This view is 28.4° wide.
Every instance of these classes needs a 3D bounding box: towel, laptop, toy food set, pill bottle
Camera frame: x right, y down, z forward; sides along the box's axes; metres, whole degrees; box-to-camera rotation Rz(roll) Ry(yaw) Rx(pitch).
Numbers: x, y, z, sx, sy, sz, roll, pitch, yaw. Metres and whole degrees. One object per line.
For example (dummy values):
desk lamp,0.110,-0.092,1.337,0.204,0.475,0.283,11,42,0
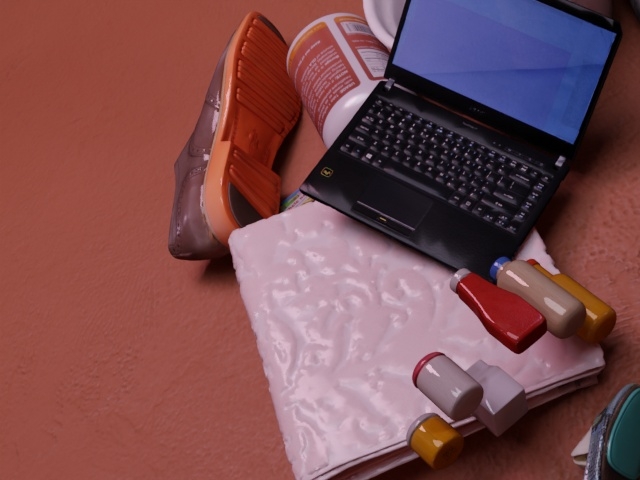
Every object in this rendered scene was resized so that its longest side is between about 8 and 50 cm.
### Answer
towel,0.085,0.067,1.296,0.317,0.053,0.332,-21,49,1
laptop,0.139,-0.130,1.283,0.234,0.136,0.264,27,65,21
toy food set,0.151,0.092,1.150,0.232,0.111,0.104,-38,51,-15
pill bottle,0.047,-0.159,1.471,0.121,0.121,0.216,-32,47,7

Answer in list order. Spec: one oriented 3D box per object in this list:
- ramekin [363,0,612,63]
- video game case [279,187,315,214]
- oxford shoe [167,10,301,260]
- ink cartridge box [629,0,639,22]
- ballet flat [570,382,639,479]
ramekin,0.200,-0.279,1.455,0.277,0.135,0.277,-17,51,21
video game case,0.000,0.000,1.457,0.119,0.015,0.166,-39,47,2
oxford shoe,-0.118,-0.136,1.555,0.133,0.130,0.363,-21,42,34
ink cartridge box,0.432,-0.293,1.405,0.179,0.045,0.145,-12,50,1
ballet flat,0.247,0.213,1.125,0.070,0.070,0.188,1,56,32
